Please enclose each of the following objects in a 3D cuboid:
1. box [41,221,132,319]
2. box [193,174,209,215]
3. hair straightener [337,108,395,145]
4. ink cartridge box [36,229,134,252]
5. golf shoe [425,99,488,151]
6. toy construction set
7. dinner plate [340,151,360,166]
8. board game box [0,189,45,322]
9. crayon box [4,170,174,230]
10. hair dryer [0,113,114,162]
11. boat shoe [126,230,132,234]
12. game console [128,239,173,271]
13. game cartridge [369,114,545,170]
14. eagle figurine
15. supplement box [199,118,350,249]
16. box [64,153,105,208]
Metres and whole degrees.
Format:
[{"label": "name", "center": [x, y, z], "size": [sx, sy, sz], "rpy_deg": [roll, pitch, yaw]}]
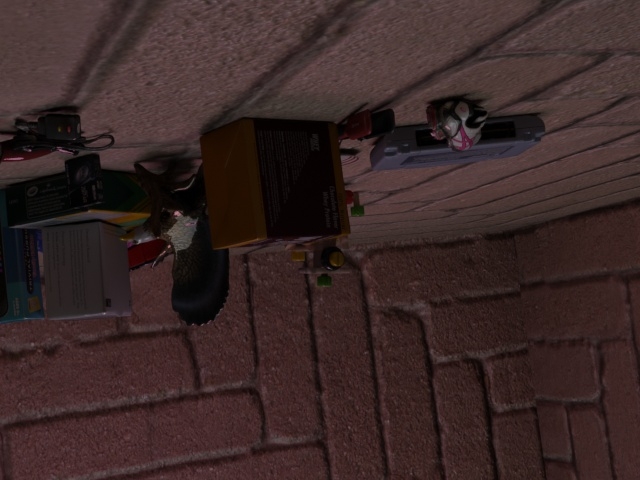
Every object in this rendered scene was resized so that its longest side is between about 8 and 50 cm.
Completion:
[{"label": "box", "center": [-0.455, 0.064, 1.994], "size": [0.119, 0.182, 0.181], "rpy_deg": [-5, 175, 5]}, {"label": "box", "center": [-0.120, -0.088, 2.094], "size": [0.275, 0.113, 0.094], "rpy_deg": [-5, 176, -11]}, {"label": "hair straightener", "center": [0.077, -0.179, 1.688], "size": [0.089, 0.047, 0.230], "rpy_deg": [-5, 175, -19]}, {"label": "ink cartridge box", "center": [-0.583, 0.000, 2.395], "size": [0.185, 0.065, 0.311], "rpy_deg": [16, -175, 31]}, {"label": "golf shoe", "center": [0.242, -0.190, 1.682], "size": [0.085, 0.068, 0.186], "rpy_deg": [-11, 174, 24]}, {"label": "toy construction set", "center": [0.000, 0.000, 2.517], "size": [0.257, 0.237, 0.308], "rpy_deg": [-10, 174, 32]}, {"label": "dinner plate", "center": [0.008, -0.158, 2.005], "size": [0.141, 0.017, 0.141], "rpy_deg": [-7, 176, 0]}, {"label": "board game box", "center": [-0.720, 0.049, 1.989], "size": [0.335, 0.254, 0.079], "rpy_deg": [-9, 174, 13]}, {"label": "crayon box", "center": [-0.428, -0.073, 1.994], "size": [0.203, 0.083, 0.323], "rpy_deg": [-9, 174, 27]}, {"label": "hair dryer", "center": [-0.458, -0.118, 1.471], "size": [0.293, 0.080, 0.223], "rpy_deg": [-7, 176, 0]}, {"label": "boat shoe", "center": [-0.431, -0.048, 2.346], "size": [0.228, 0.080, 0.076], "rpy_deg": [-1, -179, 36]}, {"label": "game console", "center": [-0.304, -0.006, 2.301], "size": [0.386, 0.060, 0.342], "rpy_deg": [-25, 180, -42]}, {"label": "game cartridge", "center": [0.247, -0.180, 1.901], "size": [0.297, 0.062, 0.198], "rpy_deg": [-6, 179, -8]}, {"label": "eagle figurine", "center": [-0.263, -0.015, 1.902], "size": [0.225, 0.226, 0.298], "rpy_deg": [10, 147, 25]}, {"label": "supplement box", "center": [-0.074, -0.090, 1.667], "size": [0.194, 0.191, 0.129], "rpy_deg": [-4, 174, -40]}, {"label": "box", "center": [-0.400, -0.099, 1.722], "size": [0.067, 0.083, 0.018], "rpy_deg": [-9, 176, 30]}]
